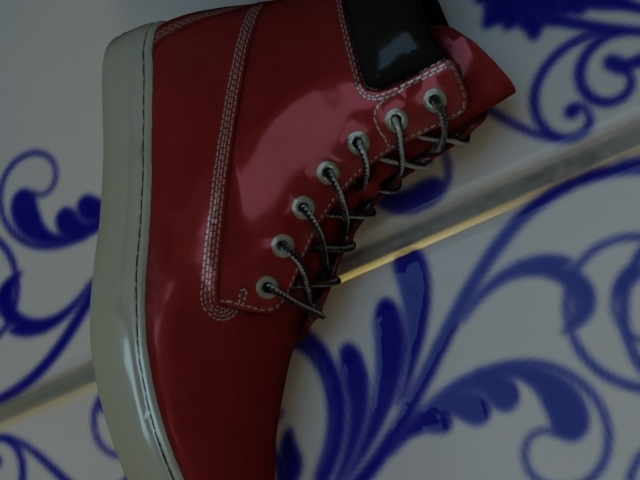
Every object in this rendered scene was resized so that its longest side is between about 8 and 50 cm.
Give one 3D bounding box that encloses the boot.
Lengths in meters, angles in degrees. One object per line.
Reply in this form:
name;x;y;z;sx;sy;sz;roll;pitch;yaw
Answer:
boot;0.000;0.000;0.523;0.176;0.088;0.244;-12;69;20
